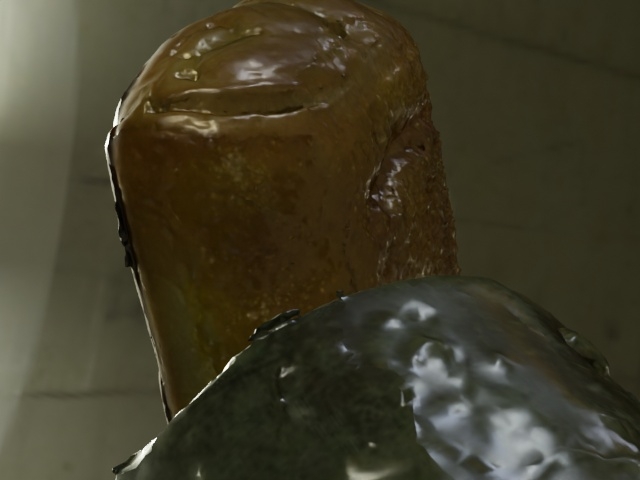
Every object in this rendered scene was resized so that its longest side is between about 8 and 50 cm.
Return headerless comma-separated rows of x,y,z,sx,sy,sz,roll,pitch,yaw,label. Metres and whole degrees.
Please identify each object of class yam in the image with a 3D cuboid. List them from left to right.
0.066,0.143,0.442,0.168,0.304,0.168,-19,-48,-23,yam

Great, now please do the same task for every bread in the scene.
0.008,0.000,1.270,0.328,0.148,0.337,-40,-55,-60,bread
